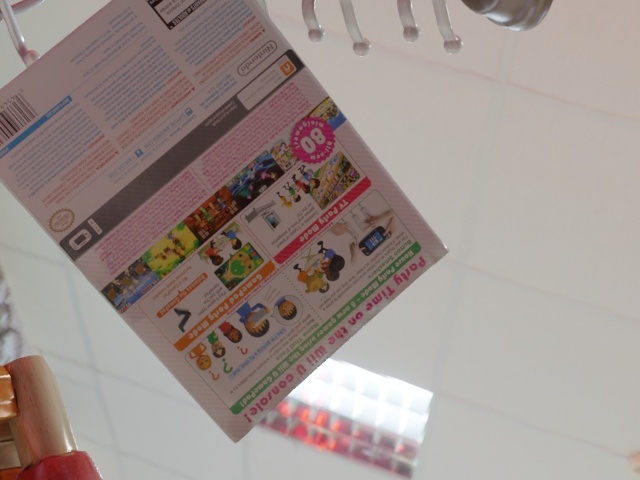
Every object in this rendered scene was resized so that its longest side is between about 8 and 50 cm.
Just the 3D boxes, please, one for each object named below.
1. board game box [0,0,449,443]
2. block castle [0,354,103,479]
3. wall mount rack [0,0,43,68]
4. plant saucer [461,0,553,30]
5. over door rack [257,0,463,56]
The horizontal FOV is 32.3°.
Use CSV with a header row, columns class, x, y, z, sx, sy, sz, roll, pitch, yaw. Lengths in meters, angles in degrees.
class,x,y,z,sx,sy,sz,roll,pitch,yaw
board game box,-0.083,-0.038,0.829,0.303,0.224,0.097,52,-10,-15
block castle,-0.437,0.294,1.050,0.453,0.212,0.303,-33,-20,35
wall mount rack,-0.426,-0.261,1.104,0.130,0.350,0.304,50,-21,45
plant saucer,0.133,-0.313,0.951,0.041,0.277,0.277,-17,-40,-7
over door rack,0.062,-0.274,1.264,0.240,0.324,0.108,5,-66,26
